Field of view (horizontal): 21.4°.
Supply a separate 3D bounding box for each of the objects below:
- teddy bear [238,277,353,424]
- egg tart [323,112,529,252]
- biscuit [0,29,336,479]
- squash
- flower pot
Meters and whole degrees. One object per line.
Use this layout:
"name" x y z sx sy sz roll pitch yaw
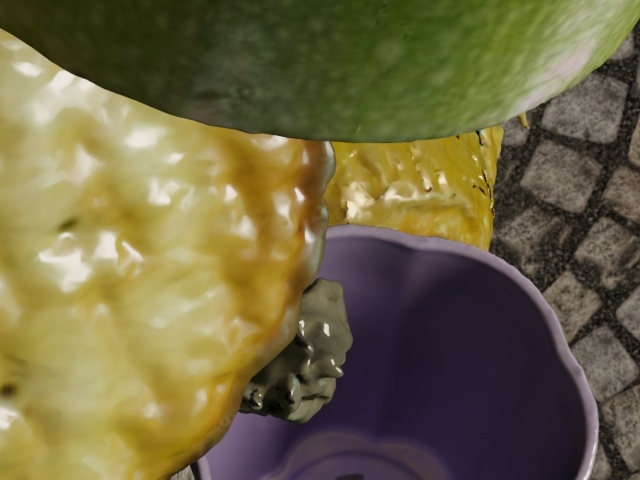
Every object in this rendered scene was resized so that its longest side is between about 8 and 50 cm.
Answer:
"teddy bear" -0.123 -0.085 0.917 0.367 0.225 0.357 54 30 -72
"egg tart" 0.000 0.000 1.279 0.388 0.169 0.388 -26 143 -22
"biscuit" -0.142 0.026 0.772 0.329 0.078 0.335 29 91 -45
"squash" 0.028 -0.234 0.394 0.384 0.263 0.263 110 -2 -49
"flower pot" 0.034 0.154 1.147 0.243 0.265 0.265 96 6 -62
